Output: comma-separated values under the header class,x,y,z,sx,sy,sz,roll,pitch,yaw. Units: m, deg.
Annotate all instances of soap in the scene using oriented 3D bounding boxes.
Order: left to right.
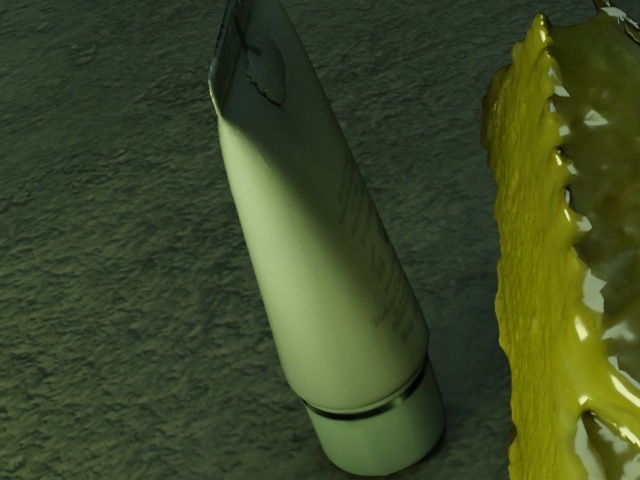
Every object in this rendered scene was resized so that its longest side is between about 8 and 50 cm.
class,x,y,z,sx,sy,sz,roll,pitch,yaw
soap,0.124,0.061,0.897,0.304,0.169,0.339,-35,66,-23

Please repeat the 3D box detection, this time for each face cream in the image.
class,x,y,z,sx,sy,sz,roll,pitch,yaw
face cream,0.000,0.000,0.974,0.089,0.314,0.143,-7,37,15
